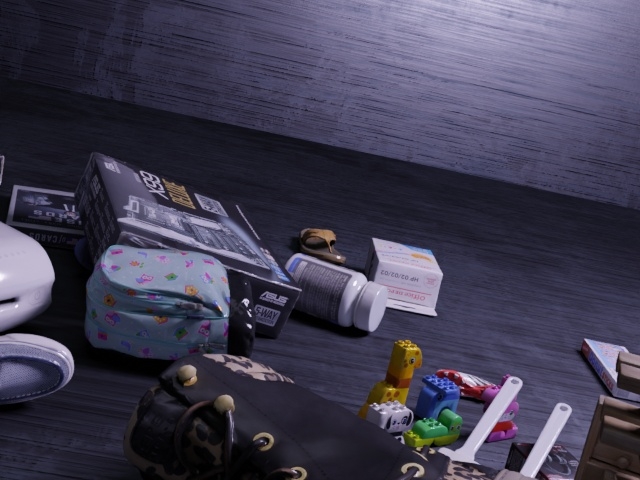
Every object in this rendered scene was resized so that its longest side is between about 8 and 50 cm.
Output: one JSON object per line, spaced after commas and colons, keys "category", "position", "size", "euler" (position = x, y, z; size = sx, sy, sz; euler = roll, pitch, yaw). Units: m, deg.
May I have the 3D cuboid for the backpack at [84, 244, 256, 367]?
{"category": "backpack", "position": [-0.167, 0.073, 1.053], "size": [0.181, 0.115, 0.152], "euler": [7, 17, -12]}

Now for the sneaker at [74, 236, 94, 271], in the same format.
{"category": "sneaker", "position": [-0.288, 0.014, 1.312], "size": [0.059, 0.053, 0.144], "euler": [26, 9, 30]}

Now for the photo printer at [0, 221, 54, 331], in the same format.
{"category": "photo printer", "position": [-0.457, 0.021, 1.011], "size": [0.307, 0.107, 0.256], "euler": [22, 17, 34]}

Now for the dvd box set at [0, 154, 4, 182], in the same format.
{"category": "dvd box set", "position": [-0.748, -0.134, 1.464], "size": [0.420, 0.062, 0.307], "euler": [14, 13, 4]}

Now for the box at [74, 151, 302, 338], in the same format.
{"category": "box", "position": [-0.186, -0.001, 1.265], "size": [0.242, 0.077, 0.307], "euler": [20, 14, -26]}

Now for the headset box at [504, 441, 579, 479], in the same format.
{"category": "headset box", "position": [0.231, 0.234, 0.944], "size": [0.062, 0.032, 0.083], "euler": [8, 13, -19]}

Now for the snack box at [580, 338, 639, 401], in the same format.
{"category": "snack box", "position": [0.421, 0.182, 1.346], "size": [0.064, 0.022, 0.178], "euler": [12, 14, -2]}

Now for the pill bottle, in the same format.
{"category": "pill bottle", "position": [0.017, 0.072, 1.301], "size": [0.137, 0.078, 0.078], "euler": [18, 15, 21]}

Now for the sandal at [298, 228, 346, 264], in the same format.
{"category": "sandal", "position": [0.000, 0.000, 1.637], "size": [0.072, 0.049, 0.180], "euler": [10, 14, -13]}

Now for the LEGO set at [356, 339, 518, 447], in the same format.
{"category": "LEGO set", "position": [0.113, 0.159, 1.007], "size": [0.227, 0.093, 0.087], "euler": [1, 18, -40]}

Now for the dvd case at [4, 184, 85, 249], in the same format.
{"category": "dvd case", "position": [-0.387, -0.034, 1.464], "size": [0.179, 0.030, 0.239], "euler": [8, 14, -18]}

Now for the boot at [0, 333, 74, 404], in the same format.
{"category": "boot", "position": [-0.306, 0.130, 0.822], "size": [0.189, 0.069, 0.086], "euler": [-1, 25, -21]}

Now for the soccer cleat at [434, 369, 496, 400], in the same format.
{"category": "soccer cleat", "position": [0.175, 0.174, 1.149], "size": [0.083, 0.029, 0.035], "euler": [15, 5, -3]}

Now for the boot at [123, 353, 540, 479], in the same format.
{"category": "boot", "position": [-0.021, 0.189, 0.667], "size": [0.284, 0.138, 0.377], "euler": [21, 12, 26]}

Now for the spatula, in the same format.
{"category": "spatula", "position": [0.203, 0.215, 0.900], "size": [0.168, 0.019, 0.242], "euler": [20, 30, 24]}

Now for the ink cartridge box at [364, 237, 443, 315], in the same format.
{"category": "ink cartridge box", "position": [0.131, 0.055, 1.507], "size": [0.104, 0.062, 0.181], "euler": [11, 14, -4]}

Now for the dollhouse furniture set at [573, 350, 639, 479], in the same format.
{"category": "dollhouse furniture set", "position": [0.272, 0.206, 0.708], "size": [0.161, 0.212, 0.242], "euler": [17, 6, 16]}
